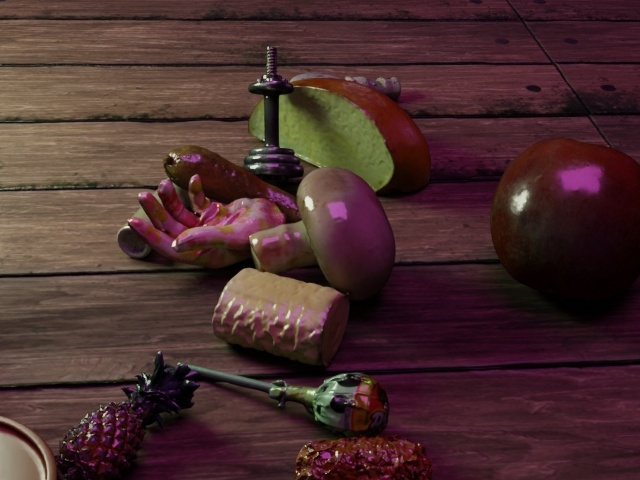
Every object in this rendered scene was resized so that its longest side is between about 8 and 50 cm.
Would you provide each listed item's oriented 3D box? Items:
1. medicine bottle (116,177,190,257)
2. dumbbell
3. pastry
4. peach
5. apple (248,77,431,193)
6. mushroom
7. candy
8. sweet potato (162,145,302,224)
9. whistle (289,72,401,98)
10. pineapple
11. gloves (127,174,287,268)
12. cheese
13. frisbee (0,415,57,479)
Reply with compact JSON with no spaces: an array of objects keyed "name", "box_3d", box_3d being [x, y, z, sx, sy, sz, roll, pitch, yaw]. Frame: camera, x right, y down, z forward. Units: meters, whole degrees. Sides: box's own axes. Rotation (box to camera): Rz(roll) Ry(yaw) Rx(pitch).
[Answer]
[{"name":"medicine bottle","box_3d":[-0.253,-0.055,1.672,0.059,0.059,0.231,13,35,13]},{"name":"dumbbell","box_3d":[-0.085,-0.206,1.767,0.110,0.254,0.110,-1,0,0]},{"name":"pastry","box_3d":[0.054,0.264,1.224,0.169,0.063,0.087,-4,32,-9]},{"name":"peach","box_3d":[0.377,-0.027,1.543,0.252,0.252,0.252,2,34,-2]},{"name":"apple","box_3d":[0.044,-0.201,1.857,0.346,0.254,0.179,26,80,29]},{"name":"mushroom","box_3d":[0.016,0.006,1.503,0.209,0.206,0.206,-46,51,-8]},{"name":"candy","box_3d":[-0.057,0.192,1.323,0.305,0.083,0.091,9,3,21]},{"name":"sweet potato","box_3d":[-0.129,-0.082,1.679,0.273,0.075,0.075,24,33,-9]},{"name":"whistle","box_3d":[0.041,-0.295,2.052,0.258,0.067,0.126,-9,30,-25]},{"name":"pineapple","box_3d":[-0.234,0.221,1.237,0.083,0.103,0.221,46,42,1]},{"name":"gloves","box_3d":[-0.174,-0.017,1.574,0.241,0.126,0.145,-5,53,-15]},{"name":"cheese","box_3d":[-0.053,0.107,1.425,0.167,0.094,0.123,13,45,21]},{"name":"frisbee","box_3d":[-0.431,0.289,1.183,0.251,0.021,0.251,2,34,-1]}]
